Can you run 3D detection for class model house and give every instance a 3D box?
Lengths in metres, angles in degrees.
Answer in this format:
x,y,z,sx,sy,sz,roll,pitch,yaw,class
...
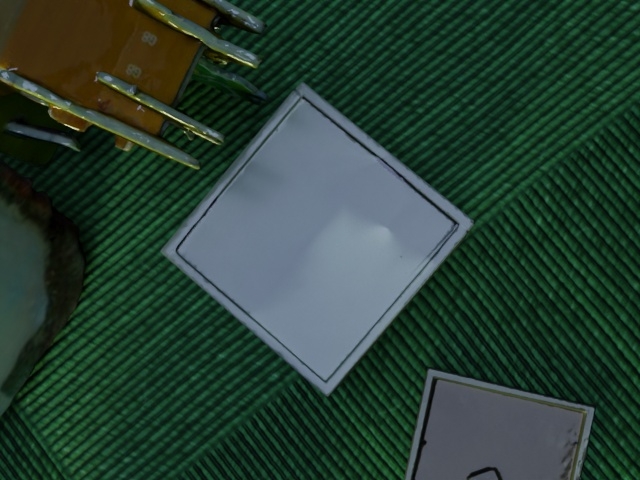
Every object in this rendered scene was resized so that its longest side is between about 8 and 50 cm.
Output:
x,y,z,sx,sy,sz,roll,pitch,yaw,class
-0.194,-0.147,0.873,0.313,0.358,0.242,27,89,17,model house
-0.485,0.012,0.923,0.339,0.360,0.297,24,80,20,model house

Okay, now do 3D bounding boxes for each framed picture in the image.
x,y,z,sx,sy,sz,roll,pitch,yaw,class
0.175,0.274,0.974,0.184,0.016,0.249,11,88,7,framed picture

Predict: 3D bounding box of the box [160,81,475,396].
x,y,z,sx,sy,sz,roll,pitch,yaw,class
0.000,0.000,0.961,0.225,0.117,0.225,40,92,8,box
